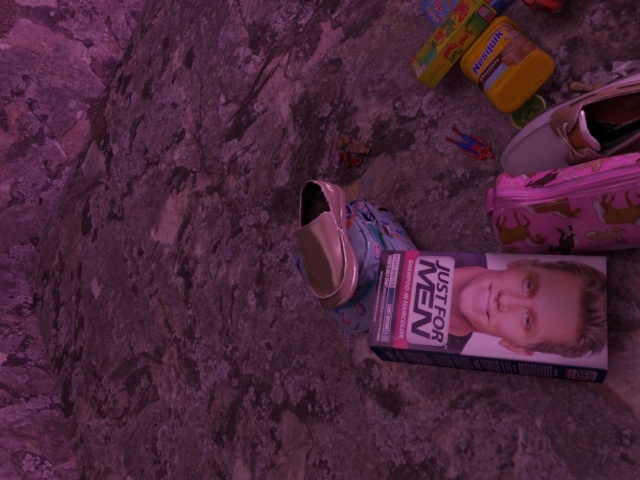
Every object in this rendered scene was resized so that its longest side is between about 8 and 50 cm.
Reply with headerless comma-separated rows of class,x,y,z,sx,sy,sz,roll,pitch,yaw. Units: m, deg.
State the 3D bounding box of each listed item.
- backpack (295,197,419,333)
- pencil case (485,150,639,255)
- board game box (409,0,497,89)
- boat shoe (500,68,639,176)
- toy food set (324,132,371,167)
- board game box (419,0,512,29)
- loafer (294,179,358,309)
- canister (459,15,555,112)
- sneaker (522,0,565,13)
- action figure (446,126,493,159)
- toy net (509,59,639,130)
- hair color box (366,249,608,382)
backpack,0.087,0.060,1.155,0.225,0.191,0.254,-49,54,23
pencil case,0.437,-0.061,0.819,0.386,0.160,0.167,-13,111,48
board game box,0.257,-0.397,1.123,0.181,0.043,0.092,-50,24,28
boat shoe,0.419,-0.179,0.907,0.302,0.103,0.113,-33,93,35
toy food set,0.065,-0.208,1.363,0.122,0.019,0.078,36,105,36
board game box,0.320,-0.516,1.172,0.211,0.039,0.160,-42,53,29
loafer,0.000,0.000,1.056,0.101,0.092,0.269,-28,54,29
canister,0.338,-0.322,1.041,0.126,0.073,0.170,-47,32,25
sneaker,0.423,-0.464,0.949,0.270,0.090,0.145,-100,29,-77
action figure,0.296,-0.187,1.116,0.115,0.030,0.038,41,104,41
toy net,0.444,-0.227,0.963,0.232,0.045,0.122,-26,62,38
hair color box,0.261,0.114,0.903,0.346,0.105,0.174,1,66,22
